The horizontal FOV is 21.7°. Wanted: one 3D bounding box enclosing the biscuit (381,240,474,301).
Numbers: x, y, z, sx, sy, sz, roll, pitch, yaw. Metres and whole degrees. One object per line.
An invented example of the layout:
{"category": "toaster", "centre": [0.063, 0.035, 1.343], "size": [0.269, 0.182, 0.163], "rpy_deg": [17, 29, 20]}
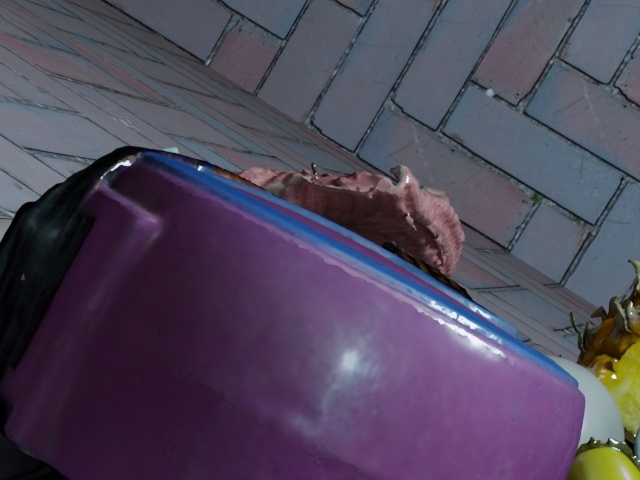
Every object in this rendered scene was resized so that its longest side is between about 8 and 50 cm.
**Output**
{"category": "biscuit", "centre": [0.053, 0.079, 0.977], "size": [0.070, 0.106, 0.252], "rpy_deg": [31, 7, -10]}

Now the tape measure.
{"category": "tape measure", "centre": [-0.016, 0.066, 0.674], "size": [0.231, 0.149, 0.245], "rpy_deg": [29, -1, 14]}

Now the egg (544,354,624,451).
{"category": "egg", "centre": [0.134, 0.122, 1.025], "size": [0.103, 0.103, 0.135], "rpy_deg": [33, 6, 18]}

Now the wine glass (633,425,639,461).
{"category": "wine glass", "centre": [0.318, 0.198, 1.276], "size": [0.103, 0.103, 0.231], "rpy_deg": [29, 11, -11]}

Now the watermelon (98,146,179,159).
{"category": "watermelon", "centre": [-0.125, -0.045, 1.277], "size": [0.085, 0.061, 0.085], "rpy_deg": [27, -2, 1]}

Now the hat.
{"category": "hat", "centre": [0.000, 0.000, 1.177], "size": [0.236, 0.107, 0.286], "rpy_deg": [1, -19, 27]}

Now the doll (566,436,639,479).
{"category": "doll", "centre": [0.132, 0.163, 0.672], "size": [0.135, 0.143, 0.221], "rpy_deg": [59, -2, -12]}

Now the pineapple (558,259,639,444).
{"category": "pineapple", "centre": [0.405, 0.090, 1.634], "size": [0.344, 0.286, 0.209], "rpy_deg": [29, 7, -23]}
